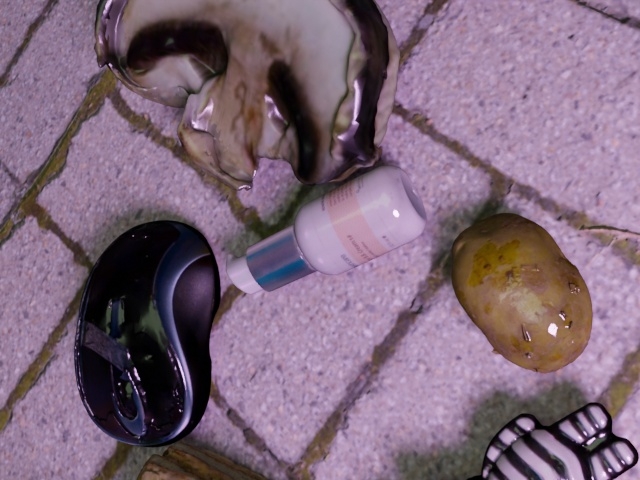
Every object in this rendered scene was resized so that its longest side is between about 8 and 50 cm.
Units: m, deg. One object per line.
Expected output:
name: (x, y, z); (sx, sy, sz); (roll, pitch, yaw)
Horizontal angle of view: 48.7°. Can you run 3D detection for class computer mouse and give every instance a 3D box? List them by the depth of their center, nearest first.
computer mouse: (-0.175, 0.086, 0.706); (0.137, 0.096, 0.233); (-12, 72, 24)

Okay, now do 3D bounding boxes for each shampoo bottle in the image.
shampoo bottle: (0.000, 0.000, 0.648); (0.192, 0.074, 0.073); (-26, 67, 19)

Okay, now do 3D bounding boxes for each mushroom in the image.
mushroom: (-0.065, -0.177, 0.703); (0.344, 0.130, 0.247); (20, 103, 31)

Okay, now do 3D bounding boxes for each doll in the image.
doll: (0.133, 0.201, 0.537); (0.219, 0.067, 0.091); (-39, 68, 16)

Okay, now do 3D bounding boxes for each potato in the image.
potato: (0.157, 0.038, 0.561); (0.092, 0.070, 0.137); (-38, 64, 14)

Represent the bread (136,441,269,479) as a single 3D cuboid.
bread: (-0.095, 0.273, 0.618); (0.196, 0.102, 0.138); (19, 85, 31)
